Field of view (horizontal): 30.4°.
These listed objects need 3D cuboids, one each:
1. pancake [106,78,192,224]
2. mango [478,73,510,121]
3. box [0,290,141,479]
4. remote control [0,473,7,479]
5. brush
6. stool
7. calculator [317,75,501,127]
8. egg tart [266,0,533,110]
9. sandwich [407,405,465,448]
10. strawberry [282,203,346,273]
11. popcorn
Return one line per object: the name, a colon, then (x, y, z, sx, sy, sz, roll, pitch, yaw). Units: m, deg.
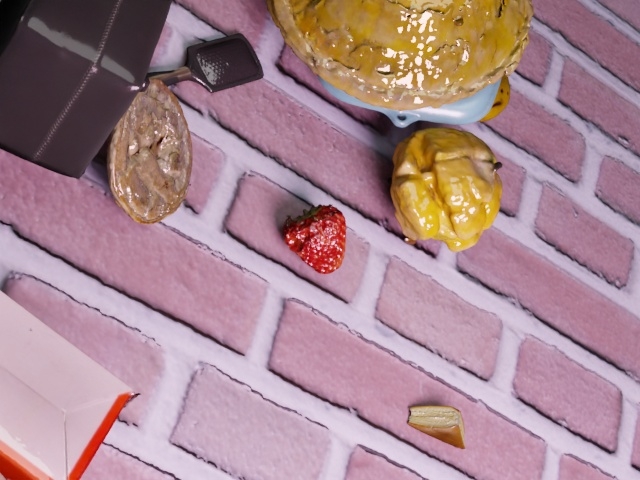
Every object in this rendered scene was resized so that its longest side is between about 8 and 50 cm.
pancake: (-0.180, -0.095, 1.236, 0.158, 0.028, 0.158, 1, 90, -65)
mango: (0.183, -0.227, 1.562, 0.161, 0.076, 0.103, 40, 58, -2)
box: (-0.280, 0.147, 1.053, 0.182, 0.099, 0.133, 39, 49, -12)
remote control: (-0.288, 0.269, 0.965, 0.344, 0.145, 0.050, 52, 12, -5)
brush: (-0.144, -0.195, 1.356, 0.193, 0.016, 0.063, -25, 83, -40)
stool: (-0.253, -0.177, 1.147, 0.141, 0.232, 0.232, 28, 56, -24)
calculator: (0.121, -0.302, 1.510, 0.256, 0.054, 0.386, 11, 60, -4)
egg tart: (0.103, -0.311, 1.408, 0.341, 0.132, 0.341, 5, 61, -9)
sandwich: (0.145, 0.210, 1.350, 0.083, 0.044, 0.031, 25, 52, -26)
strawberry: (0.000, 0.000, 1.334, 0.073, 0.073, 0.083, -38, 108, -40)
popcorn: (0.148, -0.064, 1.417, 0.148, 0.152, 0.167, 44, 38, -9)
